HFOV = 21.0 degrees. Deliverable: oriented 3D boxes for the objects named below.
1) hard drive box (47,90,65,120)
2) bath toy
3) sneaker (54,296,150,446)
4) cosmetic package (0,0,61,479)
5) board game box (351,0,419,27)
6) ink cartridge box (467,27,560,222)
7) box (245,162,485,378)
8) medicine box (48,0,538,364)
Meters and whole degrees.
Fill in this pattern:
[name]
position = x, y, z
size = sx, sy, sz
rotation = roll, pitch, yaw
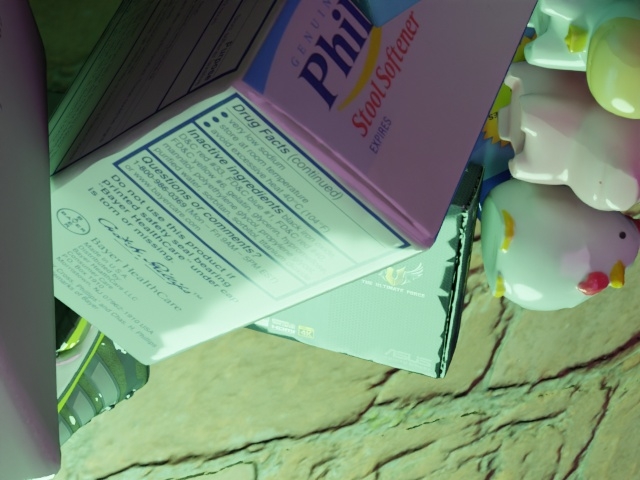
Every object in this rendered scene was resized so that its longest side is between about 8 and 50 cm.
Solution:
[hard drive box]
position = -0.231, -0.014, 1.215
size = 0.232, 0.089, 0.181
rotation = 6, 125, -42
[bath toy]
position = 0.195, -0.086, 1.165
size = 0.129, 0.151, 0.348
rotation = -1, 133, -8
[sneaker]
position = -0.189, 0.110, 1.220
size = 0.121, 0.111, 0.300
rotation = 4, 129, -46
[cosmetic package]
position = -0.330, -0.091, 0.803
size = 0.329, 0.327, 0.393
rotation = -11, 138, 1
[board game box]
position = 0.097, -0.289, 0.928
size = 0.336, 0.254, 0.079
rotation = -32, 141, -9
[ink cartridge box]
position = 0.179, -0.195, 1.281
size = 0.270, 0.151, 0.395
rotation = -27, 139, -4
[box]
position = 0.000, 0.000, 1.321
size = 0.059, 0.233, 0.183
rotation = -66, 166, -46
[medicine box]
position = -0.031, -0.094, 1.047
size = 0.149, 0.263, 0.289
rotation = 41, 143, -22
